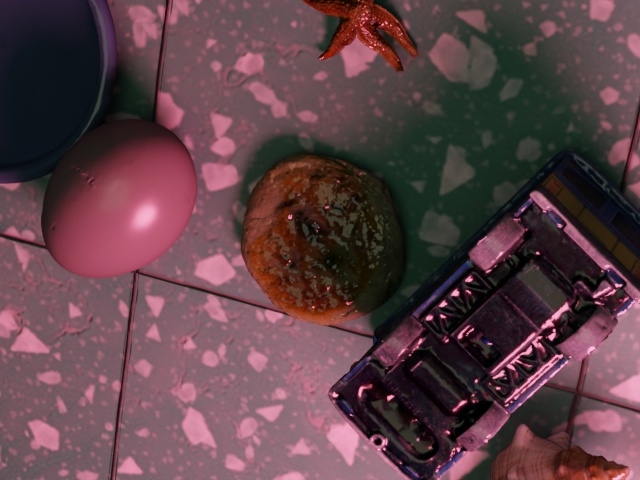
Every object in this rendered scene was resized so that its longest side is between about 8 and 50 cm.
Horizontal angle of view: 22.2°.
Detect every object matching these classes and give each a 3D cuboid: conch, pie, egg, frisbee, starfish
[{"bbox_3d":[0.229,0.242,1.654,0.137,0.234,0.114,0,86,-21],"label":"conch"},{"bbox_3d":[0.000,0.000,1.695,0.186,0.041,0.187,6,108,19],"label":"pie"},{"bbox_3d":[-0.212,-0.040,1.700,0.146,0.146,0.198,46,118,2],"label":"egg"},{"bbox_3d":[-0.345,-0.206,1.750,0.289,0.049,0.290,4,102,17],"label":"frisbee"},{"bbox_3d":[0.035,-0.235,1.609,0.133,0.041,0.130,11,109,16],"label":"starfish"}]

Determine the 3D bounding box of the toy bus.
[{"bbox_3d":[0.171,0.078,1.575,0.152,0.190,0.312,45,115,2],"label":"toy bus"}]
